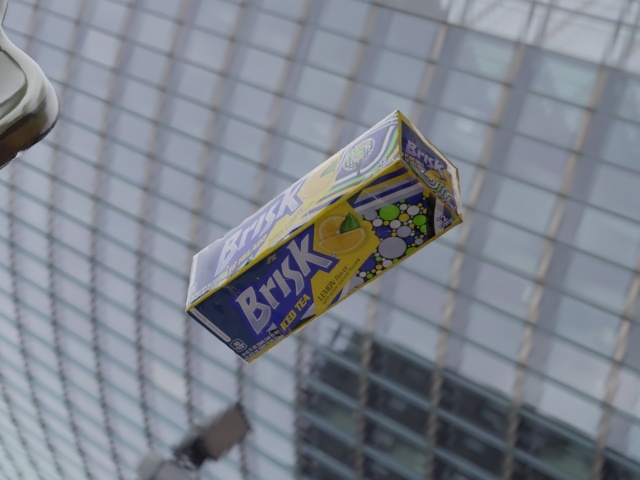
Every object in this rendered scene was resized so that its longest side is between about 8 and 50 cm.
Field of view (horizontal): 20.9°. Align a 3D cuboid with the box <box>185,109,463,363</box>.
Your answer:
[{"bbox_3d":[0.000,0.000,1.021,0.169,0.054,0.059,-35,-62,25],"label":"box"}]

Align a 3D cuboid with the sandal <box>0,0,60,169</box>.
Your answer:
[{"bbox_3d":[-0.226,-0.107,0.962,0.120,0.303,0.086,-33,-52,3],"label":"sandal"}]
